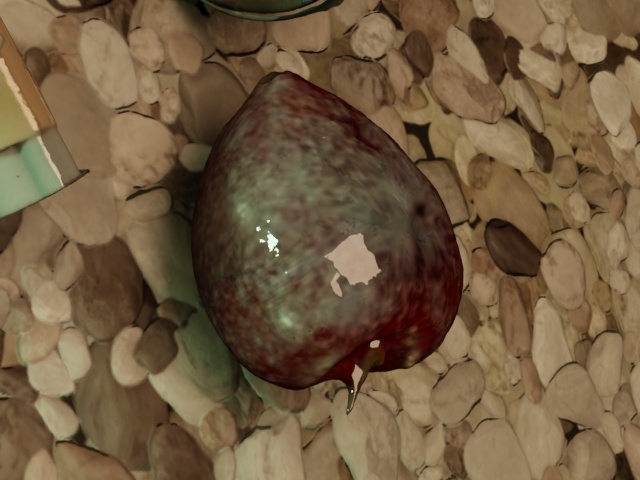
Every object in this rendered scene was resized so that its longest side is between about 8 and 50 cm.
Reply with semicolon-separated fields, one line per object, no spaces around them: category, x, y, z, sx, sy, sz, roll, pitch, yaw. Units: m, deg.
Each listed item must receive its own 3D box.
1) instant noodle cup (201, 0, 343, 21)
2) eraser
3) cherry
instant noodle cup;-0.011;-0.360;1.384;0.214;0.296;0.296;-36;102;-53
eraser;-0.273;-0.159;1.144;0.087;0.171;0.290;-27;97;-6
cherry;0.000;0.000;1.311;0.230;0.203;0.300;-6;72;-38
